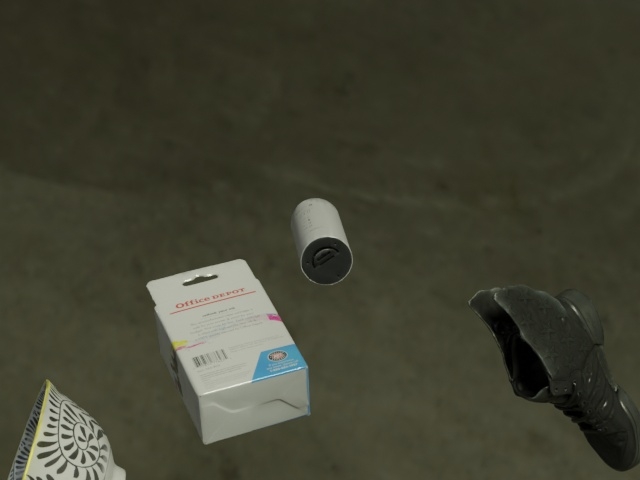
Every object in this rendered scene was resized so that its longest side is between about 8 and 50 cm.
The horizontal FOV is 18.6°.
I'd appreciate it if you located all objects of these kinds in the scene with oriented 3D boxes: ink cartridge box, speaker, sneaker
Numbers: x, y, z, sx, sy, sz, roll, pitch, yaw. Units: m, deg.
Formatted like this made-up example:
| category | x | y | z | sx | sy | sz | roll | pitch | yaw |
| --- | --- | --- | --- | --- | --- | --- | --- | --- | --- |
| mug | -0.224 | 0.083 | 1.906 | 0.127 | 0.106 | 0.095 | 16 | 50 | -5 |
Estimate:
| category | x | y | z | sx | sy | sz | roll | pitch | yaw |
| --- | --- | --- | --- | --- | --- | --- | --- | --- | --- |
| ink cartridge box | -0.088 | 0.099 | 1.807 | 0.104 | 0.061 | 0.181 | -14 | 37 | -14 |
| speaker | 0.000 | 0.000 | 2.067 | 0.055 | 0.055 | 0.136 | 13 | 16 | -10 |
| sneaker | 0.172 | 0.101 | 1.408 | 0.089 | 0.170 | 0.051 | -28 | 11 | -39 |

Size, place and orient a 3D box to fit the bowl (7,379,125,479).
| category | x | y | z | sx | sy | sz | roll | pitch | yaw |
| --- | --- | --- | --- | --- | --- | --- | --- | --- | --- |
| bowl | -0.195 | 0.197 | 1.474 | 0.080 | 0.170 | 0.170 | 19 | 31 | -11 |
